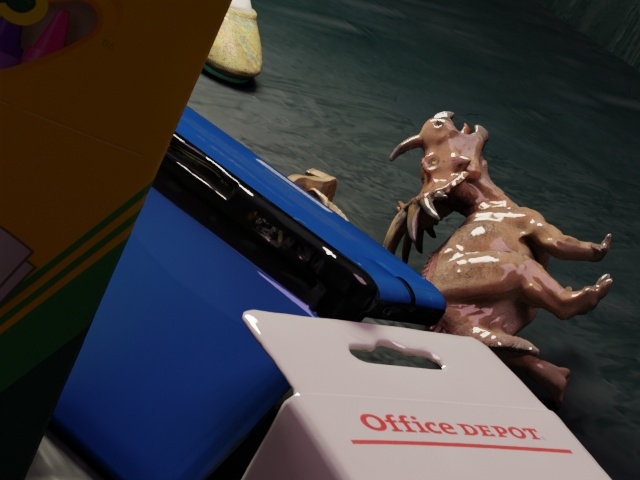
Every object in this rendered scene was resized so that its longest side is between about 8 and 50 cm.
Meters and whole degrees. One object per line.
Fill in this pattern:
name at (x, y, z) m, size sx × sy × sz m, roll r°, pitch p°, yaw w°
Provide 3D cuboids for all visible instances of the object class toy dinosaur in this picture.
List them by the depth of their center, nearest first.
toy dinosaur at (0.132, 0.027, 1.145) m, size 0.200 × 0.127 × 0.296 m, roll 19°, pitch 34°, yaw 1°

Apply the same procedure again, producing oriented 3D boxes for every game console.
game console at (-0.102, 0.021, 0.901) m, size 0.293 × 0.173 × 0.250 m, roll 37°, pitch 9°, yaw 23°

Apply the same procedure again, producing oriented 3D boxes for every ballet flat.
ballet flat at (-0.149, -0.310, 1.583) m, size 0.123 × 0.123 × 0.348 m, roll 11°, pitch 27°, yaw -34°

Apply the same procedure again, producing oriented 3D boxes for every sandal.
sandal at (0.002, -0.006, 1.103) m, size 0.079 × 0.088 × 0.240 m, roll 22°, pitch 16°, yaw 6°

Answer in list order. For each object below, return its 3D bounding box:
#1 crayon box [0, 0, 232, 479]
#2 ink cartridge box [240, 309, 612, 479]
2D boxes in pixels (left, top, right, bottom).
crayon box at (-0.262, -0.072, 0.649) m, size 0.363 × 0.313 × 0.106 m, roll 22°, pitch 22°, yaw -11°
ink cartridge box at (0.082, 0.192, 0.695) m, size 0.207 × 0.119 × 0.353 m, roll 9°, pitch 29°, yaw -37°
